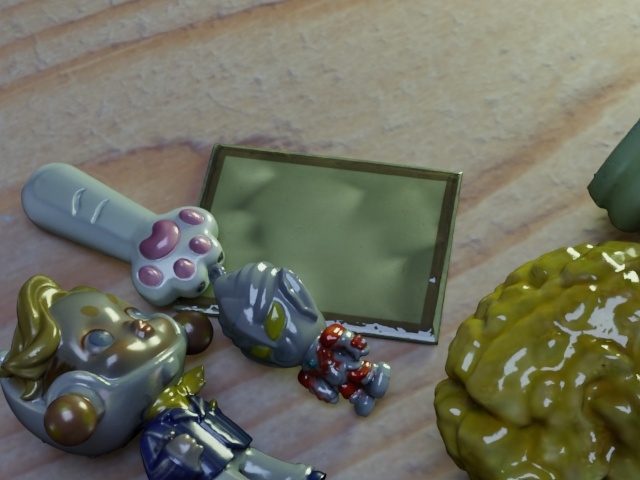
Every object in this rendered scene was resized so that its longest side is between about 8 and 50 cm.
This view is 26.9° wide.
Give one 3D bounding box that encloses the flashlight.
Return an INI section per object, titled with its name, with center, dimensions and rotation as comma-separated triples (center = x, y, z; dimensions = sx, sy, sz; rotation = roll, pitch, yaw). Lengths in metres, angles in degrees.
[flashlight]
center = -0.176, -0.014, 1.159
dimensions = 0.200, 0.047, 0.093
rotation = 26, 69, 21

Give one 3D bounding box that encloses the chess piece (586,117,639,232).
[chess piece]
center = 0.373, -0.001, 1.062
dimensions = 0.176, 0.176, 0.298
rotation = -40, 76, -16

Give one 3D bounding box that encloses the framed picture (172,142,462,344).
[framed picture]
center = 0.000, 0.000, 1.164
dimensions = 0.231, 0.010, 0.173
rotation = 8, 63, 9

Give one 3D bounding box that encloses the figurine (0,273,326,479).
[figurine]
center = -0.126, 0.132, 1.050
dimensions = 0.274, 0.133, 0.194
rotation = 24, 31, -8

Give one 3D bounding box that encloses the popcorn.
[popcorn]
center = 0.203, 0.108, 0.981
dimensions = 0.226, 0.200, 0.203
rotation = -1, 27, -22

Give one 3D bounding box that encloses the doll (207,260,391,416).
[doll]
center = -0.022, 0.074, 1.088
dimensions = 0.180, 0.094, 0.079
rotation = 35, 32, 11
